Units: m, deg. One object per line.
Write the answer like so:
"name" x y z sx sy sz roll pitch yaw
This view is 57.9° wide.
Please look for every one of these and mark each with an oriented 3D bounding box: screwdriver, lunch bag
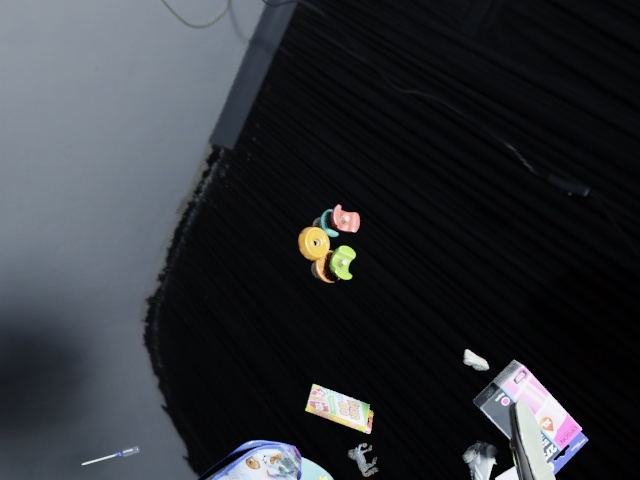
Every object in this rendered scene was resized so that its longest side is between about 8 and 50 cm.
"screwdriver" -0.605 0.620 1.669 0.170 0.025 0.024 -10 -177 -3
"lunch bag" -0.255 0.767 1.694 0.328 0.239 0.385 -44 166 25

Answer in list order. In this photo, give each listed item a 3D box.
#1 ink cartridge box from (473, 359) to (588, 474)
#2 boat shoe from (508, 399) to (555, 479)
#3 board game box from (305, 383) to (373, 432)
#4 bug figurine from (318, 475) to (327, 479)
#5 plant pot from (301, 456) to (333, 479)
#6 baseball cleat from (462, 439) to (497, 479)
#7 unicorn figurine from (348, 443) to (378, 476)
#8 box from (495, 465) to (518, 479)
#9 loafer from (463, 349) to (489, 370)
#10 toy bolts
"ink cartridge box" 0.632 0.539 1.698 0.176 0.371 0.069 -44 -167 -2
"boat shoe" 0.467 0.483 1.320 0.081 0.228 0.068 0 161 -41
"board game box" 0.078 0.641 2.205 0.124 0.259 0.039 -69 -179 -62
"bug figurine" -0.033 0.617 1.187 0.279 0.216 0.072 -31 -174 13
"plant pot" -0.120 0.917 2.005 0.293 0.293 0.235 98 13 -46
"baseball cleat" 0.516 0.767 1.923 0.072 0.109 0.206 22 86 -71
"unicorn figurine" 0.162 0.849 2.268 0.060 0.162 0.111 35 111 -31
"box" 0.573 0.680 1.582 0.091 0.130 0.170 -41 148 19
"loafer" 0.468 0.359 1.734 0.045 0.039 0.125 -19 146 36
"toy bolts" 0.000 0.000 1.797 0.218 0.158 0.228 28 64 -30
